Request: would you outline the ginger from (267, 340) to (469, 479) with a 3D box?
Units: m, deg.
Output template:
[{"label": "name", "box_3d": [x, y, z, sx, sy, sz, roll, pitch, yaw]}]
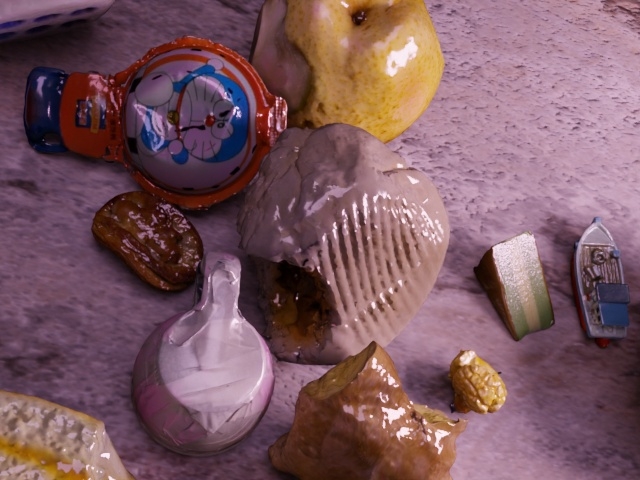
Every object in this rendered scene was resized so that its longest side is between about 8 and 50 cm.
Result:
[{"label": "ginger", "box_3d": [0.075, 0.261, 1.326, 0.219, 0.123, 0.270, -41, 98, 5]}]

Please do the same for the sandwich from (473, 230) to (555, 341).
[{"label": "sandwich", "box_3d": [0.263, 0.060, 1.496, 0.074, 0.074, 0.116, -23, 73, -21]}]

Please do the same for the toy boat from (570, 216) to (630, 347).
[{"label": "toy boat", "box_3d": [0.375, 0.053, 1.536, 0.069, 0.059, 0.173, 4, 66, -12]}]

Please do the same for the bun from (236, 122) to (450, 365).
[{"label": "bun", "box_3d": [0.012, -0.010, 1.381, 0.281, 0.281, 0.205, -26, 41, -23]}]

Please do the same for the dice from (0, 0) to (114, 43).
[{"label": "dice", "box_3d": [-0.371, -0.360, 1.439, 0.193, 0.194, 0.192, -18, 91, -27]}]

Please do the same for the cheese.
[{"label": "cheese", "box_3d": [-0.205, -0.150, 1.434, 0.329, 0.129, 0.217, 7, 98, 4]}]

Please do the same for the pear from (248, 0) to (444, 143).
[{"label": "pear", "box_3d": [0.037, -0.250, 1.484, 0.271, 0.271, 0.271, 5, 65, -12]}]

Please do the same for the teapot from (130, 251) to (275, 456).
[{"label": "teapot", "box_3d": [-0.114, 0.129, 1.307, 0.163, 0.178, 0.221, 32, 68, -1]}]

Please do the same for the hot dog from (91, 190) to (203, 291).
[{"label": "hot dog", "box_3d": [-0.211, 0.000, 1.413, 0.147, 0.065, 0.099, 41, 56, 9]}]

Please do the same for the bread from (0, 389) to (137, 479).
[{"label": "bread", "box_3d": [-0.294, 0.320, 1.158, 0.264, 0.239, 0.395, -3, 66, -20]}]

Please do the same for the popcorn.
[{"label": "popcorn", "box_3d": [0.187, 0.185, 1.429, 0.084, 0.084, 0.084, 5, 65, -12]}]
